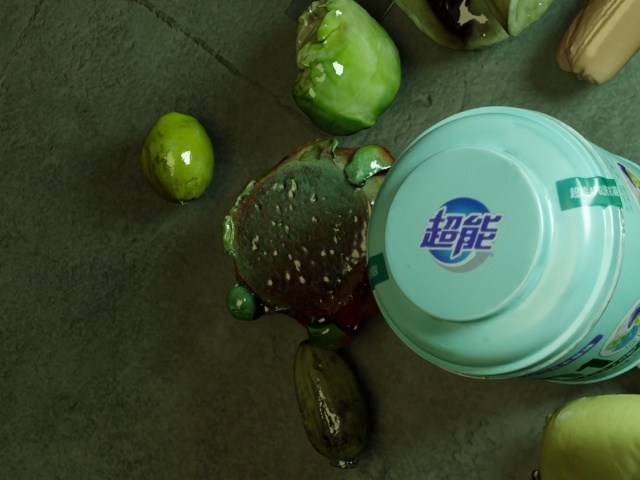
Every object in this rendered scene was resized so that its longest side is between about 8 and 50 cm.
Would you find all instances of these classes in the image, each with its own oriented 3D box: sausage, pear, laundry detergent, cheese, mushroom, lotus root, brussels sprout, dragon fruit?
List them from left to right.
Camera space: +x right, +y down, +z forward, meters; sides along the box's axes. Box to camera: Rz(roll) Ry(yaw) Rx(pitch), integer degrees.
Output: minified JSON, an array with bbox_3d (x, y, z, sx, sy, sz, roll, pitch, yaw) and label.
[{"bbox_3d":[-0.199,-0.112,1.650,0.107,0.107,0.131,-9,77,27],"label":"pear"},{"bbox_3d":[0.000,0.000,1.531,0.295,0.130,0.268,-38,73,22],"label":"dragon fruit"},{"bbox_3d":[0.016,0.211,1.549,0.089,0.080,0.179,-30,70,47],"label":"lotus root"},{"bbox_3d":[0.029,-0.219,1.515,0.131,0.145,0.183,-39,32,44],"label":"brussels sprout"},{"bbox_3d":[0.206,-0.362,1.439,0.217,0.212,0.292,-35,53,-22],"label":"mushroom"},{"bbox_3d":[0.220,0.011,1.296,0.287,0.305,0.287,-5,80,33],"label":"laundry detergent"},{"bbox_3d":[0.381,-0.303,1.360,0.086,0.086,0.289,44,107,21],"label":"sausage"},{"bbox_3d":[0.374,0.283,1.318,0.316,0.128,0.259,24,110,43],"label":"cheese"}]

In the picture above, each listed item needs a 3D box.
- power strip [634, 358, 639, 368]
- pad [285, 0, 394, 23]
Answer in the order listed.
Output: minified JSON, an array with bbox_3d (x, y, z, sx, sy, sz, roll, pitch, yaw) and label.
[{"bbox_3d":[0.481,0.158,1.329,0.270,0.046,0.118,38,106,23],"label":"power strip"},{"bbox_3d":[0.048,-0.345,1.579,0.127,0.004,0.190,43,109,21],"label":"pad"}]
